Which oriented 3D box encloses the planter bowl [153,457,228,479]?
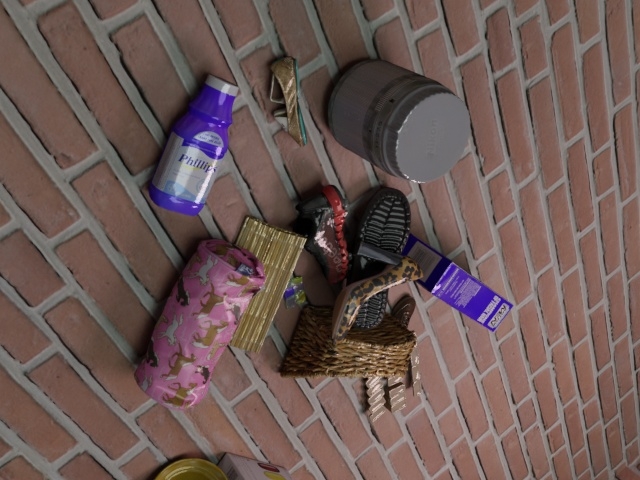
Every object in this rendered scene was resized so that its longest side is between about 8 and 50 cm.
[{"bbox_3d":[-0.341,0.678,1.860,0.217,0.217,0.090,-23,167,-23],"label":"planter bowl"}]

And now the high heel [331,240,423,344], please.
[{"bbox_3d":[0.139,0.148,1.740,0.186,0.093,0.261,20,87,-14],"label":"high heel"}]

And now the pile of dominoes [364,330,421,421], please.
[{"bbox_3d":[0.209,0.407,2.166,0.196,0.040,0.251,-20,117,-24],"label":"pile of dominoes"}]

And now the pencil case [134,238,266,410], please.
[{"bbox_3d":[-0.271,0.191,1.615,0.160,0.167,0.386,13,109,-56],"label":"pencil case"}]

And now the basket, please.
[{"bbox_3d":[0.085,0.317,1.895,0.299,0.213,0.223,7,110,-37],"label":"basket"}]

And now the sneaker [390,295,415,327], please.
[{"bbox_3d":[0.226,0.251,2.050,0.066,0.071,0.188,25,100,-41],"label":"sneaker"}]

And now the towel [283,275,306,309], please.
[{"bbox_3d":[-0.066,0.133,1.822,0.060,0.009,0.083,-23,126,-22],"label":"towel"}]

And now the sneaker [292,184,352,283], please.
[{"bbox_3d":[0.000,0.000,1.737,0.135,0.097,0.276,-19,129,-16],"label":"sneaker"}]

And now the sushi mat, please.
[{"bbox_3d":[-0.160,0.107,1.688,0.152,0.019,0.316,22,104,-5],"label":"sushi mat"}]

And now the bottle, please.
[{"bbox_3d":[-0.248,-0.193,1.456,0.118,0.092,0.282,16,105,-38],"label":"bottle"}]

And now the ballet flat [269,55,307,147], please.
[{"bbox_3d":[-0.073,-0.295,1.550,0.067,0.073,0.206,-7,120,0],"label":"ballet flat"}]

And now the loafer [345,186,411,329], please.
[{"bbox_3d":[0.123,0.039,1.839,0.134,0.130,0.365,16,93,-15],"label":"loafer"}]

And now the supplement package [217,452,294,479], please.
[{"bbox_3d":[-0.180,0.700,1.980,0.244,0.139,0.133,31,96,-43],"label":"supplement package"}]

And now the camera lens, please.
[{"bbox_3d":[0.164,-0.265,1.577,0.220,0.274,0.219,-17,123,-27],"label":"camera lens"}]

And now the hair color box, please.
[{"bbox_3d":[0.368,0.122,1.999,0.339,0.185,0.110,29,97,-41],"label":"hair color box"}]
